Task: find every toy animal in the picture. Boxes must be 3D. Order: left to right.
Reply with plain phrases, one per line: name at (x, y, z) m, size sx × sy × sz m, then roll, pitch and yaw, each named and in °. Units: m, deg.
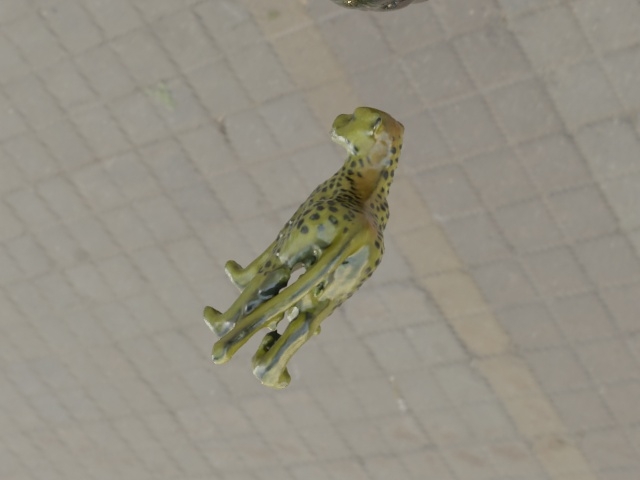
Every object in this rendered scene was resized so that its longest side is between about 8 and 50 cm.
toy animal at (0.000, 0.000, 0.755) m, size 0.073 × 0.181 × 0.136 m, roll 38°, pitch 104°, yaw -1°

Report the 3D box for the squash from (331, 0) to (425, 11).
squash at (0.057, -0.267, 1.055) m, size 0.156 × 0.193 × 0.193 m, roll 35°, pitch 149°, yaw 41°
